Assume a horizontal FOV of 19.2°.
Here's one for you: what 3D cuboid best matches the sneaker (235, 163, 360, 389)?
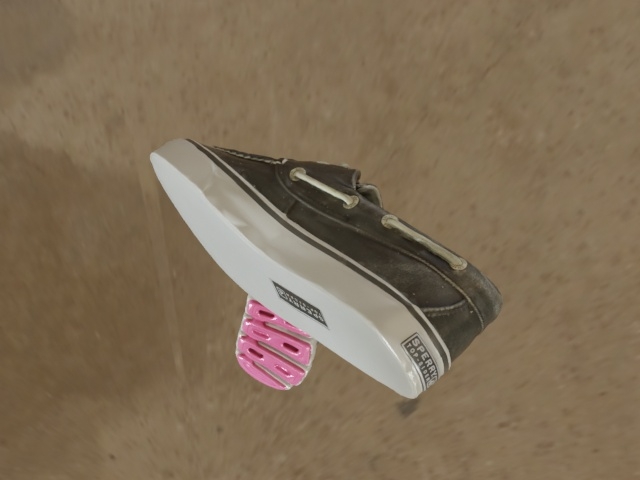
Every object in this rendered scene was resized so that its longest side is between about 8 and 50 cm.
[{"bbox_3d":[-0.009,0.010,1.136,0.063,0.170,0.075,19,42,3],"label":"sneaker"}]

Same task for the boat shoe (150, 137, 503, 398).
[{"bbox_3d":[0.000,0.000,0.944,0.070,0.078,0.219,-40,50,-18],"label":"boat shoe"}]
